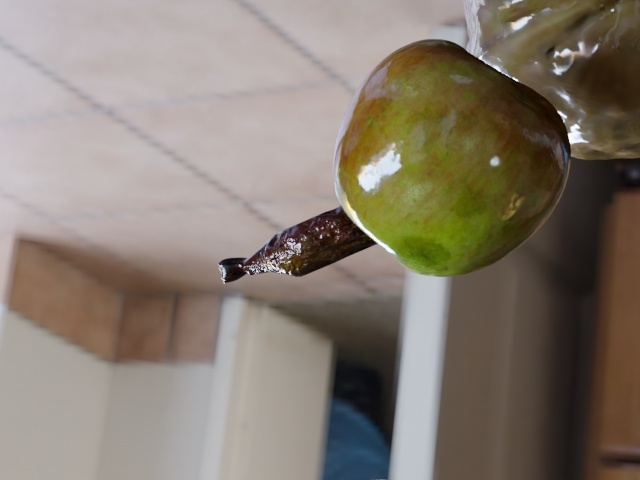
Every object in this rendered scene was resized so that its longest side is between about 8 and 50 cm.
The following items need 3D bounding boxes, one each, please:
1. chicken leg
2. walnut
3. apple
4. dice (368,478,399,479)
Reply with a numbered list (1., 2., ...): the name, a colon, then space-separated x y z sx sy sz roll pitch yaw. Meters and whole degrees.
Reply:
1. chicken leg: 0.001 0.000 1.761 0.219 0.048 0.089 -23 178 11
2. walnut: 0.272 -0.227 1.776 0.306 0.306 0.344 10 176 -9
3. apple: 0.104 -0.064 1.539 0.196 0.196 0.196 6 162 2
4. dice: 0.040 0.326 1.215 0.252 0.254 0.250 35 113 -24
